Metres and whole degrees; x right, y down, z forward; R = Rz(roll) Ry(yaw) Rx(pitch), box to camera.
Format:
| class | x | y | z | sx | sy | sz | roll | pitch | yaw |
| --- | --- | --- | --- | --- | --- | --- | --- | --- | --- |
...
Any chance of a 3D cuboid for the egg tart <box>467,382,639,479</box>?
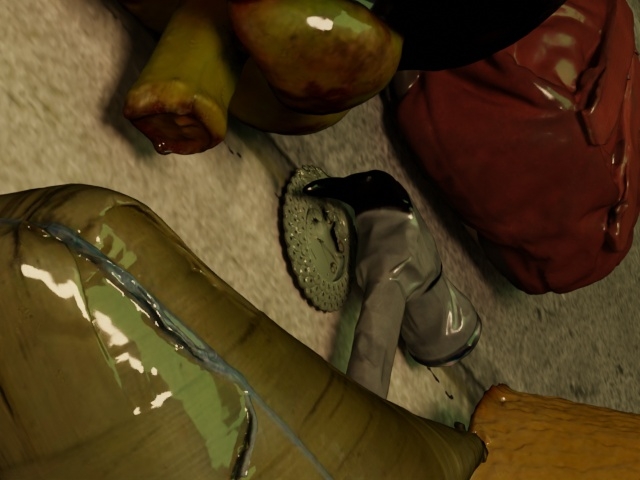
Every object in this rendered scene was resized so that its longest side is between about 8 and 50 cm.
| class | x | y | z | sx | sy | sz | roll | pitch | yaw |
| --- | --- | --- | --- | --- | --- | --- | --- | --- | --- |
| egg tart | 0.150 | 0.183 | 0.935 | 0.215 | 0.171 | 0.215 | -1 | 90 | -71 |

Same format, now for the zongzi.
| class | x | y | z | sx | sy | sz | roll | pitch | yaw |
| --- | --- | --- | --- | --- | --- | --- | --- | --- | --- |
| zongzi | -0.025 | 0.054 | 0.691 | 0.256 | 0.115 | 0.228 | -39 | 108 | -49 |

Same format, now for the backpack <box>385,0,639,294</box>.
| class | x | y | z | sx | sy | sz | roll | pitch | yaw |
| --- | --- | --- | --- | --- | --- | --- | --- | --- | --- |
| backpack | 0.139 | -0.091 | 1.110 | 0.229 | 0.139 | 0.229 | 32 | 51 | -51 |

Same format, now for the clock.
| class | x | y | z | sx | sy | sz | roll | pitch | yaw |
| --- | --- | --- | --- | --- | --- | --- | --- | --- | --- |
| clock | 0.000 | 0.000 | 0.925 | 0.074 | 0.010 | 0.083 | 64 | 27 | -24 |

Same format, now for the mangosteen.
| class | x | y | z | sx | sy | sz | roll | pitch | yaw |
| --- | --- | --- | --- | --- | --- | --- | --- | --- | --- |
| mangosteen | 0.001 | -0.170 | 0.798 | 0.275 | 0.275 | 0.302 | 45 | 70 | -45 |

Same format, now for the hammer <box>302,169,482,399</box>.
| class | x | y | z | sx | sy | sz | roll | pitch | yaw |
| --- | --- | --- | --- | --- | --- | --- | --- | --- | --- |
| hammer | 0.012 | 0.138 | 0.819 | 0.427 | 0.044 | 0.152 | -78 | 147 | -43 |
